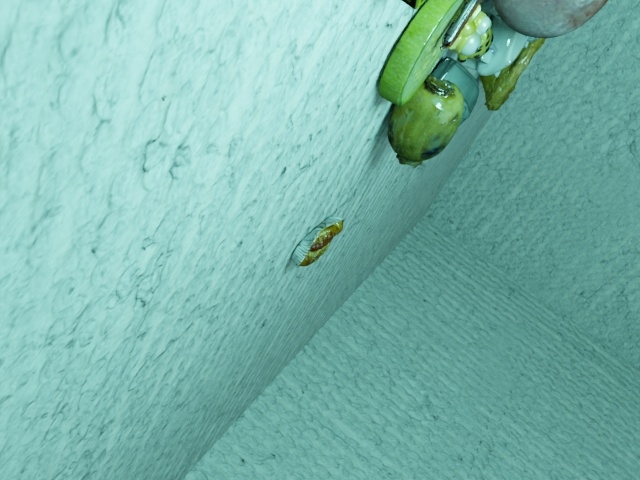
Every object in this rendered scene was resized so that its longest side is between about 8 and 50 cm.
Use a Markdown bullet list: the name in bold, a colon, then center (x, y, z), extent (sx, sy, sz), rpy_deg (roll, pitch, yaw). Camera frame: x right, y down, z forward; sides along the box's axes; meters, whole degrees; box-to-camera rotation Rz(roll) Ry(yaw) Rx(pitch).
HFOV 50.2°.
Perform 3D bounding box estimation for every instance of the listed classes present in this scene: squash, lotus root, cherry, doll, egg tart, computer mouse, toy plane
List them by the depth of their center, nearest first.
- **squash**: center (0.201, -0.371, 1.303), extent (0.252, 0.049, 0.252), rpy_deg (-53, 170, -14)
- **cherry**: center (0.520, -0.569, 1.495), extent (0.261, 0.221, 0.307), rpy_deg (-17, 175, -43)
- **doll**: center (0.337, -0.457, 1.521), extent (0.117, 0.086, 0.291), rpy_deg (-60, 169, 16)
- **lotus root**: center (0.225, -0.252, 1.536), extent (0.154, 0.154, 0.278), rpy_deg (-47, 169, -32)
- **toy plane**: center (0.472, -0.540, 1.730), extent (0.267, 0.123, 0.266), rpy_deg (-34, 143, -31)
- **computer mouse**: center (0.325, -0.357, 1.746), extent (0.188, 0.122, 0.371), rpy_deg (-57, 166, 15)
- **egg tart**: center (0.638, -0.598, 2.303), extent (0.341, 0.129, 0.341), rpy_deg (-52, 170, -13)

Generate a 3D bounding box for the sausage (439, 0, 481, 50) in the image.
- **sausage**: center (0.278, -0.437, 1.270), extent (0.198, 0.025, 0.028), rpy_deg (-56, -157, 2)

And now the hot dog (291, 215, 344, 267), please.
- **hot dog**: center (0.000, 0.000, 1.645), extent (0.192, 0.053, 0.099), rpy_deg (-39, 166, -48)

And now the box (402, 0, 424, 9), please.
- **box**: center (0.155, -0.422, 0.880), extent (0.141, 0.064, 0.220), rpy_deg (-50, 168, -13)
